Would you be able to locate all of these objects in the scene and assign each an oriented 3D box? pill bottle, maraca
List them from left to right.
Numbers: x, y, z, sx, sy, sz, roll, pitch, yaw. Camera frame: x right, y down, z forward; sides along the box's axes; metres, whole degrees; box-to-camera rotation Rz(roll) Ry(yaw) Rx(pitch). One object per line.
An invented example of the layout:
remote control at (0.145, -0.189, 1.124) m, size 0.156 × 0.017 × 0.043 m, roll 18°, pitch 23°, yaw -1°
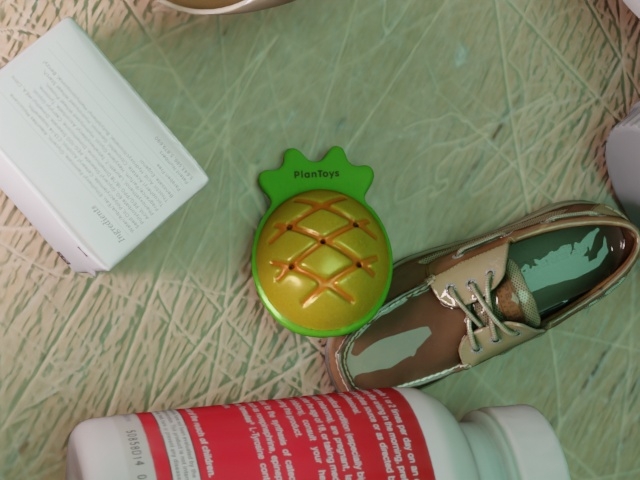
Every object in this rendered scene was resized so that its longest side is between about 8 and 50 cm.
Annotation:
pill bottle at (-0.003, 0.246, 1.475) m, size 0.408 × 0.229 × 0.229 m, roll -5°, pitch 90°, yaw -15°
maraca at (0.000, 0.000, 1.554) m, size 0.127 × 0.099 × 0.185 m, roll -2°, pitch 67°, yaw -6°

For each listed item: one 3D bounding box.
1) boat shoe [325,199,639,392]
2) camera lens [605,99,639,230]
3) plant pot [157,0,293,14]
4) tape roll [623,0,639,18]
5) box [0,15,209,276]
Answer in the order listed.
boat shoe at (0.152, 0.049, 1.579) m, size 0.324 × 0.116 × 0.123 m, roll -29°, pitch 96°, yaw -14°
camera lens at (0.434, -0.096, 1.605) m, size 0.274 × 0.219 × 0.219 m, roll -34°, pitch 97°, yaw -13°
plant pot at (-0.031, -0.330, 1.488) m, size 0.191 × 0.284 × 0.284 m, roll -2°, pitch 89°, yaw -51°
tape roll at (0.441, -0.326, 1.567) m, size 0.392 × 0.072 × 0.392 m, roll -6°, pitch 58°, yaw 10°
box at (-0.208, -0.074, 1.453) m, size 0.119 × 0.181 × 0.182 m, roll -43°, pitch 99°, yaw -13°
